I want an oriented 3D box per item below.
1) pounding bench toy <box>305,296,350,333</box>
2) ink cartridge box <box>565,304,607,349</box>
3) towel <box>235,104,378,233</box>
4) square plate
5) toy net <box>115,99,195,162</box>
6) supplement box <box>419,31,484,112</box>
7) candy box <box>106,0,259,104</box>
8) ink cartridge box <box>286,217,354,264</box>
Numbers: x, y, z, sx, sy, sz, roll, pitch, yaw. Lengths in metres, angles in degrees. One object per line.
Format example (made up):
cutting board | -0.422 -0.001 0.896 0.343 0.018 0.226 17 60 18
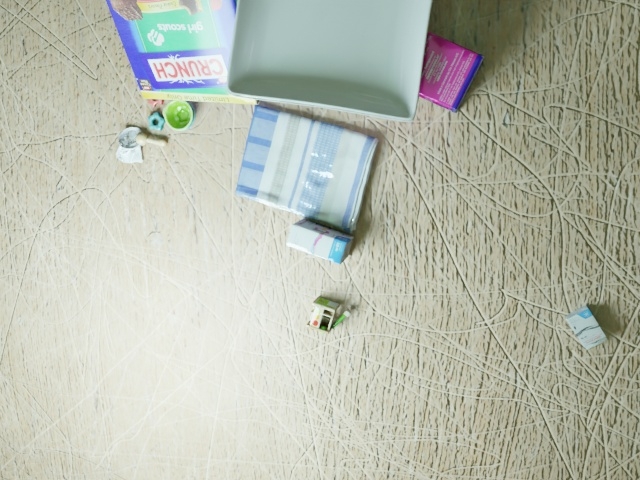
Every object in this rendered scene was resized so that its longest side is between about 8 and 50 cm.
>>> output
pounding bench toy | 0.019 0.170 1.339 0.083 0.052 0.065 17 103 10
ink cartridge box | 0.533 0.178 1.230 0.048 0.028 0.083 -32 91 17
towel | -0.033 -0.153 1.306 0.284 0.034 0.209 18 102 10
square plate | 0.024 -0.407 1.093 0.343 0.049 0.348 8 98 -2
toy net | -0.382 -0.257 1.365 0.232 0.045 0.122 -30 92 17
supplement box | 0.186 -0.341 1.180 0.220 0.111 0.114 28 104 8
candy box | -0.255 -0.428 1.181 0.268 0.122 0.317 6 137 17
ink cartridge box | 0.000 0.000 1.295 0.122 0.088 0.052 18 103 10
